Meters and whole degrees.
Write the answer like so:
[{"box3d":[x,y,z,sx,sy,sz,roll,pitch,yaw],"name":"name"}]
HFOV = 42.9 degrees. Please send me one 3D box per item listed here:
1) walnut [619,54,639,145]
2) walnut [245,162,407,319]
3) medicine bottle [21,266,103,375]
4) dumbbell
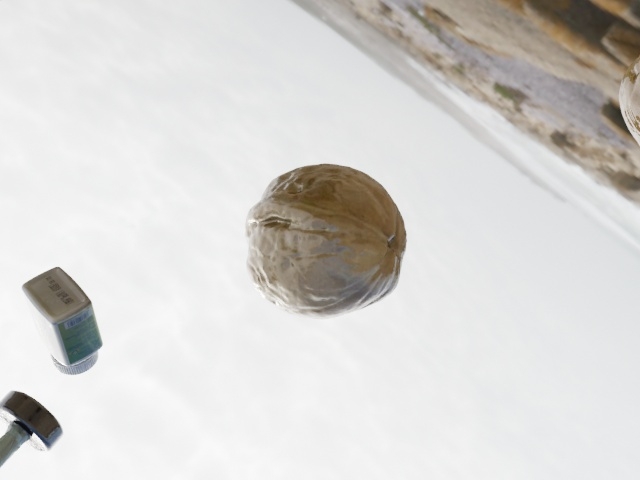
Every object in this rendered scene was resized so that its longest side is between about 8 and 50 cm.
[{"box3d":[0.434,-0.148,0.906,0.207,0.167,0.167,55,-164,15],"name":"walnut"},{"box3d":[0.001,0.001,1.457,0.313,0.277,0.252,-2,179,38],"name":"walnut"},{"box3d":[-0.473,0.160,1.515,0.088,0.188,0.132,-32,-127,-29],"name":"medicine bottle"},{"box3d":[-0.446,0.302,1.096,0.100,0.191,0.100,26,146,19],"name":"dumbbell"}]
